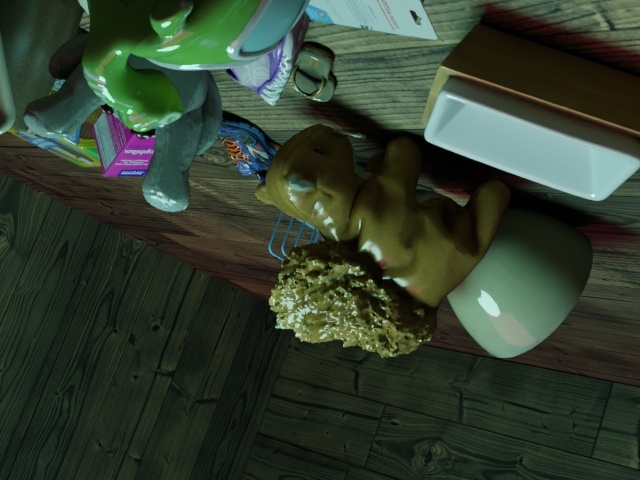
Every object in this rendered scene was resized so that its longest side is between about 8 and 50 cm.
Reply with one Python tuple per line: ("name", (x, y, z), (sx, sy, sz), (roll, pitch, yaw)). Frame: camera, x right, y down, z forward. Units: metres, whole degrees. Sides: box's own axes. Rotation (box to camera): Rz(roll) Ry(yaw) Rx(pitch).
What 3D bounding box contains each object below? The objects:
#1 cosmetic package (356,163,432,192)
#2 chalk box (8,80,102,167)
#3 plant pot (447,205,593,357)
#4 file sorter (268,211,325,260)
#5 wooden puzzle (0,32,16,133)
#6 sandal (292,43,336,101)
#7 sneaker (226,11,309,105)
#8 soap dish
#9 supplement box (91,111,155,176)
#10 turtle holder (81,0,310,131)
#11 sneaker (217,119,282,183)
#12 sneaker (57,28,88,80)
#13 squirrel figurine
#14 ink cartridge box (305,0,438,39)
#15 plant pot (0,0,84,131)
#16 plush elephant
("cosmetic package", (0.095, -0.076, 2.139), (0.231, 0.117, 0.085), (20, 166, 7))
("chalk box", (-0.518, -0.279, 2.070), (0.289, 0.180, 0.179), (26, 167, -33))
("plant pot", (0.329, 0.046, 1.980), (0.191, 0.284, 0.284), (36, 164, -17))
("file sorter", (0.000, 0.000, 2.104), (0.118, 0.105, 0.170), (30, 163, -38))
("wooden puzzle", (-0.605, -0.339, 1.608), (0.322, 0.348, 0.080), (12, -156, 35))
("sandal", (-0.014, -0.253, 1.687), (0.072, 0.049, 0.180), (19, 168, 3))
("sneaker", (-0.085, -0.276, 1.574), (0.104, 0.095, 0.236), (24, 163, -6))
("soap dish", (0.288, -0.167, 1.418), (0.290, 0.118, 0.229), (19, 168, 3))
("supplement box", (-0.317, -0.213, 1.944), (0.111, 0.114, 0.220), (-4, 159, -35))
("turtle holder", (-0.122, -0.273, 1.151), (0.243, 0.321, 0.227), (9, 178, 34))
("sneaker", (-0.145, -0.176, 2.149), (0.083, 0.087, 0.221), (6, 162, 46))
("sneaker", (-0.389, -0.292, 1.992), (0.267, 0.106, 0.101), (26, 165, -32))
("squirrel figurine", (0.058, -0.003, 1.863), (0.370, 0.397, 0.281), (25, 174, -21))
("ink cartridge box", (0.059, -0.306, 1.307), (0.180, 0.060, 0.104), (15, 166, 24))
("plant pot", (-0.500, -0.297, 1.717), (0.215, 0.231, 0.215), (11, -178, 0))
("plush elephant", (-0.270, -0.259, 1.643), (0.271, 0.330, 0.255), (25, -170, -17))
